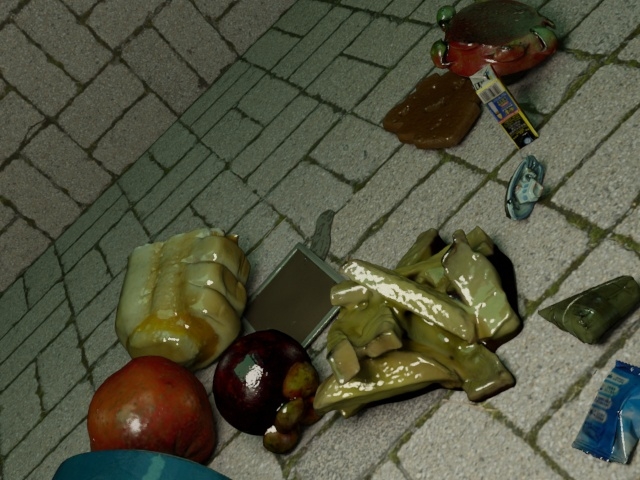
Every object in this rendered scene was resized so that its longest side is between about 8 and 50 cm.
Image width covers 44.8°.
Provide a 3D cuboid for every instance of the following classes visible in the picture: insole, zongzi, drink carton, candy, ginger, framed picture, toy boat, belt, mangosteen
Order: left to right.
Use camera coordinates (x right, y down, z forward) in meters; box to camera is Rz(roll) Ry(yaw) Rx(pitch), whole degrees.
[{"bbox_3d":[-0.293,0.479,1.266,0.437,0.300,0.173,-17,38,42],"label":"belt"},{"bbox_3d":[-0.094,0.262,1.399,0.210,0.210,0.209,-30,34,23],"label":"mangosteen"},{"bbox_3d":[-0.060,0.139,1.666,0.232,0.019,0.296,-48,31,-1],"label":"framed picture"},{"bbox_3d":[0.000,0.000,1.776,0.065,0.006,0.193,-23,37,32],"label":"insole"},{"bbox_3d":[0.146,0.109,1.291,0.359,0.211,0.413,-5,48,44],"label":"ginger"},{"bbox_3d":[0.358,-0.259,1.516,0.056,0.165,0.071,-31,33,22],"label":"drink carton"},{"bbox_3d":[0.374,-0.093,1.402,0.066,0.059,0.140,-23,36,61],"label":"toy boat"},{"bbox_3d":[0.415,0.079,1.167,0.154,0.062,0.130,-41,19,-6],"label":"zongzi"},{"bbox_3d":[0.393,0.228,1.025,0.136,0.038,0.088,-59,30,-7],"label":"candy"}]

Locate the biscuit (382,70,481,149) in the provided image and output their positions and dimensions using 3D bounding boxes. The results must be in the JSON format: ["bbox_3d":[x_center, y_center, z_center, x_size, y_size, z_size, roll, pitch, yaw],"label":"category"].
[{"bbox_3d":[0.270,-0.289,1.769,0.278,0.043,0.301,-28,34,19],"label":"biscuit"}]

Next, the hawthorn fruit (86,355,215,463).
[{"bbox_3d":[-0.350,0.342,1.528,0.254,0.254,0.300,-47,46,-4],"label":"hawthorn fruit"}]

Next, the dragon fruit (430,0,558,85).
[{"bbox_3d":[0.378,-0.435,1.701,0.268,0.130,0.295,-36,45,-18],"label":"dragon fruit"}]

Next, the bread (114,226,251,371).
[{"bbox_3d":[-0.296,0.156,1.738,0.301,0.210,0.341,-21,42,16],"label":"bread"}]
